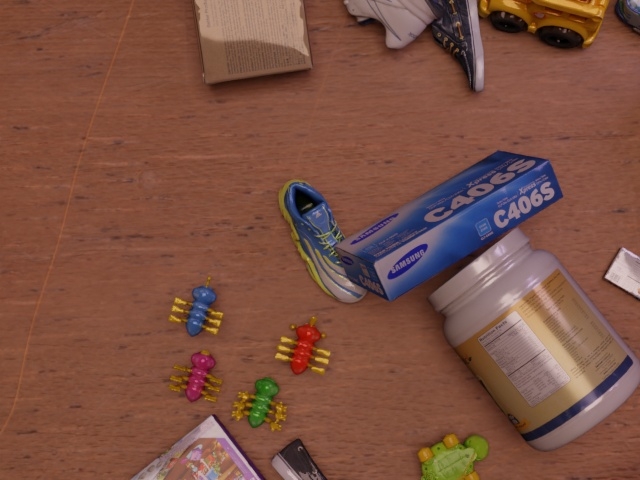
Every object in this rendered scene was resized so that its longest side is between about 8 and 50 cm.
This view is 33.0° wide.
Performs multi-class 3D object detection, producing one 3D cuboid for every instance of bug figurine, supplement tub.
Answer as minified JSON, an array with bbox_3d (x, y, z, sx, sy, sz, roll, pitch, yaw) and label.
[{"bbox_3d":[-0.134,0.197,1.837,0.279,0.072,0.216,21,90,-2],"label":"bug figurine"},{"bbox_3d":[0.344,0.158,1.761,0.228,0.228,0.316,-37,84,-4],"label":"supplement tub"}]

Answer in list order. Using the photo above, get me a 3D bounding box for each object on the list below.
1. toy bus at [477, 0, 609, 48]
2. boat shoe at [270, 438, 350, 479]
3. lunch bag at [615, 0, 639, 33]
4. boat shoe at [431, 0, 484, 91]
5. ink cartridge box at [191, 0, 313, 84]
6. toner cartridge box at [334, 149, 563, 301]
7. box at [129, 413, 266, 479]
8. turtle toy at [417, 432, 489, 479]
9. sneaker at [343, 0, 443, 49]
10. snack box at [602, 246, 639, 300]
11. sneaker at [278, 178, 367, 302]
[{"bbox_3d":[0.394,-0.438,1.843,0.220,0.211,0.149,16,85,4],"label":"toy bus"},{"bbox_3d":[0.019,0.425,1.811,0.228,0.080,0.076,44,87,12],"label":"boat shoe"},{"bbox_3d":[0.638,-0.456,1.903,0.176,0.090,0.219,25,84,4],"label":"lunch bag"},{"bbox_3d":[0.242,-0.346,1.909,0.083,0.065,0.183,-7,78,5],"label":"boat shoe"},{"bbox_3d":[-0.122,-0.400,1.872,0.193,0.088,0.235,-7,101,0],"label":"ink cartridge box"},{"bbox_3d":[0.210,-0.031,1.779,0.348,0.165,0.075,-30,108,-15],"label":"toner cartridge box"},{"bbox_3d":[-0.234,0.461,1.812,0.293,0.057,0.201,-38,84,-4],"label":"box"},{"bbox_3d":[0.226,0.372,1.816,0.130,0.066,0.095,-28,84,-4],"label":"turtle toy"},{"bbox_3d":[0.078,-0.460,1.899,0.129,0.111,0.297,-48,71,23],"label":"sneaker"},{"bbox_3d":[0.583,0.084,1.872,0.178,0.022,0.064,31,83,4],"label":"snack box"},{"bbox_3d":[0.000,0.000,1.832,0.091,0.126,0.240,-34,84,-3],"label":"sneaker"}]
